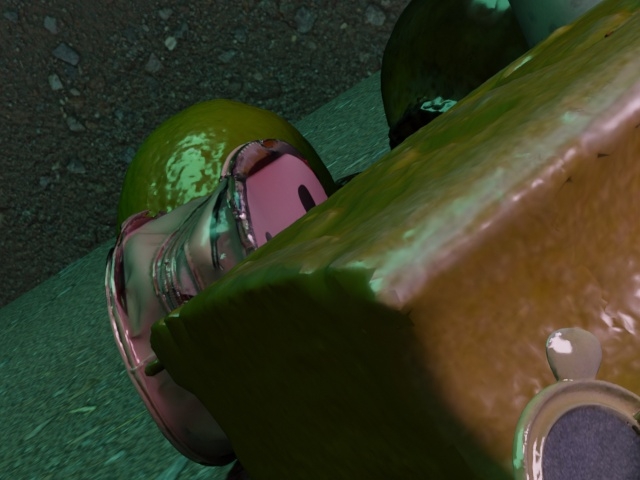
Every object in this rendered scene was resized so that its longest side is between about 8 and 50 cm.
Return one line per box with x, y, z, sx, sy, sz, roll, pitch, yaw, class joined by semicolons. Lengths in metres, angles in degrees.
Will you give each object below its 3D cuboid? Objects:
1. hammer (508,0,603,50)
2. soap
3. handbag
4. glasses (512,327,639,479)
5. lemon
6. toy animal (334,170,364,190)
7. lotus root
0.280;-0.158;1.120;0.335;0.206;0.119;-18;-16;-16;hammer
0.115;-0.003;0.816;0.335;0.156;0.293;-36;3;-19;soap
-0.046;0.037;1.173;0.116;0.179;0.205;-24;11;20;handbag
0.150;0.088;0.522;0.220;0.088;0.189;-7;19;27;glasses
-0.070;-0.015;1.456;0.184;0.184;0.248;-30;49;31;lemon
-0.012;-0.015;1.692;0.243;0.087;0.260;-42;7;-35;toy animal
0.145;-0.149;1.275;0.260;0.149;0.267;-43;31;-18;lotus root
